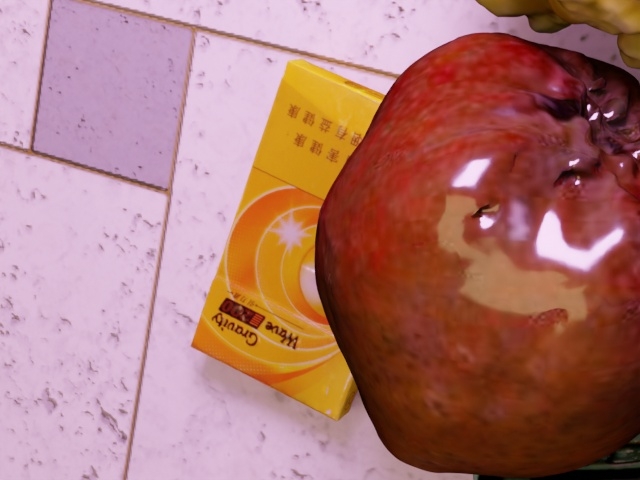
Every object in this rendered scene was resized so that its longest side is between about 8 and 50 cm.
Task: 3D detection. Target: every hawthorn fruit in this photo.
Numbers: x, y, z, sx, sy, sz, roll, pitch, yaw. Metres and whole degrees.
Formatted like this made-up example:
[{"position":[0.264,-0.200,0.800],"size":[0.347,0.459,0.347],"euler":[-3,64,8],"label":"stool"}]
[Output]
[{"position":[0.132,0.024,1.068],"size":[0.308,0.308,0.324],"euler":[39,108,13],"label":"hawthorn fruit"}]

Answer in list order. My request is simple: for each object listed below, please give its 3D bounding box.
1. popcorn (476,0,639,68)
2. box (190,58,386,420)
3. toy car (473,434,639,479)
[{"position":[0.206,-0.234,1.006],"size":[0.258,0.270,0.224],"euler":[19,93,11],"label":"popcorn"},{"position":[0.000,0.000,1.256],"size":[0.152,0.043,0.269],"euler":[26,109,18],"label":"box"},{"position":[0.252,0.201,1.138],"size":[0.306,0.125,0.136],"euler":[-5,97,26],"label":"toy car"}]
